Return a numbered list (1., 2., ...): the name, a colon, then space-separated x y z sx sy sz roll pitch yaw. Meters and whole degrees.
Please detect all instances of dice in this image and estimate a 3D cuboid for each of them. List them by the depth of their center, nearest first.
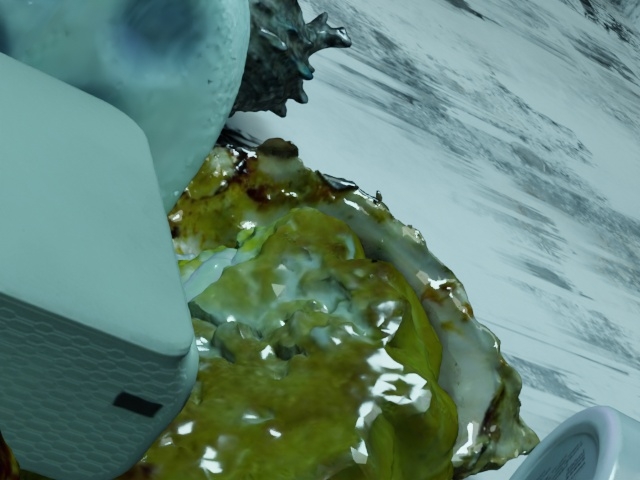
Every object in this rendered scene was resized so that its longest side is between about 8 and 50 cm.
1. dice: -0.226 -0.129 0.945 0.265 0.268 0.262 34 7 -39

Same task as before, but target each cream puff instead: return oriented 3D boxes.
1. cream puff: -0.051 0.112 0.875 0.282 0.185 0.282 -2 43 2

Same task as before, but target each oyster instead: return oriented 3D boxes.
1. oyster: 0.022 0.058 1.198 0.361 0.096 0.221 22 69 -19

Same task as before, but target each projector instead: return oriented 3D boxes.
1. projector: -0.193 -0.008 0.724 0.250 0.108 0.198 24 29 -33

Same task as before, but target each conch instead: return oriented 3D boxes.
1. conch: -0.131 -0.215 1.464 0.313 0.186 0.241 5 8 -24

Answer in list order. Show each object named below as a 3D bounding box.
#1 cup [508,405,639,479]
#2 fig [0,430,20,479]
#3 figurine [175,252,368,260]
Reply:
1. cup: 0.284 0.287 1.001 0.371 0.253 0.253 35 23 -5
2. fig: -0.201 0.177 0.479 0.191 0.290 0.190 23 52 -33
3. figurine: -0.057 0.048 1.040 0.197 0.147 0.093 -4 62 -2
